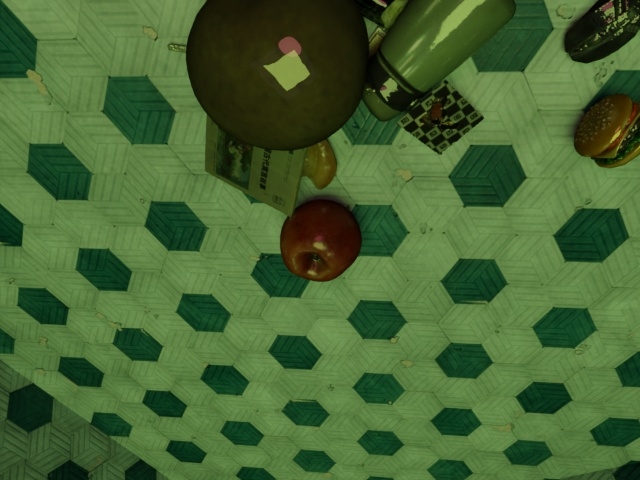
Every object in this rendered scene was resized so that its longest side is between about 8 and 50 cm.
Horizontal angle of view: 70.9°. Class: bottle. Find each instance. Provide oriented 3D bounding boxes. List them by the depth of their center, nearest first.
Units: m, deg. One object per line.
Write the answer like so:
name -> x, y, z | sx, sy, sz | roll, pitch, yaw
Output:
bottle -> 0.212, -0.398, 0.929 | 0.168, 0.168, 0.347 | 37, 125, -18

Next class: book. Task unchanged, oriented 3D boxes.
book -> -0.171, -0.204, 1.118 | 0.283, 0.025, 0.214 | 26, 131, 16

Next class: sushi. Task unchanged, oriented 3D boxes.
sushi -> 0.277, -0.286, 1.044 | 0.139, 0.031, 0.201 | -39, 142, 28

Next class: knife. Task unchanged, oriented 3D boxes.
knife -> 0.136, -0.444, 0.987 | 0.046, 0.022, 0.256 | 31, 122, -19

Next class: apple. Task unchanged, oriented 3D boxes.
apple -> 0.000, 0.000, 1.202 | 0.218, 0.201, 0.218 | 5, 131, 6

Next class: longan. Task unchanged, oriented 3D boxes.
longan -> -0.082, -0.351, 0.891 | 0.361, 0.361, 0.360 | 3, 124, 5

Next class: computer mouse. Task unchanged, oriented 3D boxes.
computer mouse -> 0.596, -0.444, 0.909 | 0.106, 0.062, 0.192 | 40, 118, -19

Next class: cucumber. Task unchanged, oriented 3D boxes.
cucumber -> 0.059, -0.516, 0.913 | 0.241, 0.074, 0.074 | 28, 123, -4

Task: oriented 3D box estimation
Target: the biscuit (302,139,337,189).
biscuit -> -0.078, -0.249, 1.126 | 0.299, 0.045, 0.154 | 28, 129, -15

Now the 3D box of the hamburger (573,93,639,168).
hamburger -> 0.645, -0.241, 0.989 | 0.115, 0.162, 0.162 | 23, 124, -9

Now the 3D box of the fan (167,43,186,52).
fan -> -0.173, -0.440, 1.031 | 0.294, 0.012, 0.223 | 33, 121, -17
